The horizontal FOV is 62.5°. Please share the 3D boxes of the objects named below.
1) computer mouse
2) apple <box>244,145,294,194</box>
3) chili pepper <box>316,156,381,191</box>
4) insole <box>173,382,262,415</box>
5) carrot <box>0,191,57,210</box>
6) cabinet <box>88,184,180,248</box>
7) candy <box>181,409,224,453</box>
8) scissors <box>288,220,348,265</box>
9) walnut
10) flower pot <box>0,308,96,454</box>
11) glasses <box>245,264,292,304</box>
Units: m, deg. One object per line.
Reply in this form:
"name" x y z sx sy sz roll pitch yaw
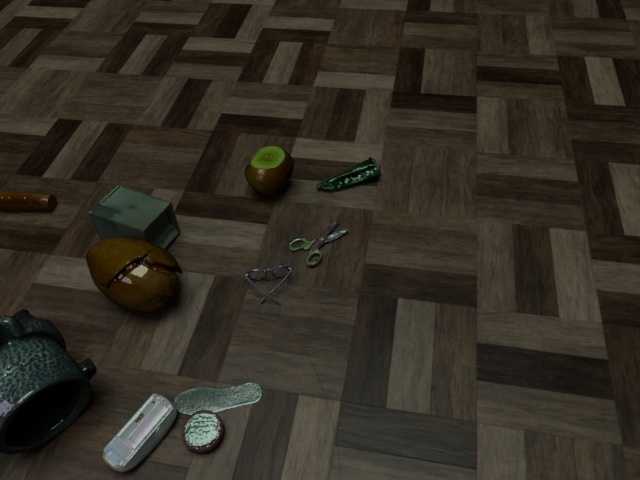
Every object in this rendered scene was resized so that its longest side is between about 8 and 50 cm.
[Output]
"computer mouse" -0.441 0.471 1.294 0.102 0.044 0.199 24 57 23
"apple" -0.175 -0.235 1.775 0.147 0.163 0.146 25 48 4
"chili pepper" 0.091 -0.221 1.824 0.227 0.059 0.088 -19 47 -6
"insole" -0.265 0.409 1.360 0.232 0.003 0.080 -7 51 -2
"carrot" -1.034 -0.136 1.819 0.226 0.067 0.067 2 51 3
"cabinet" -0.580 -0.053 1.664 0.206 0.150 0.145 18 49 17
"candy" -0.287 0.467 1.289 0.103 0.043 0.103 0 50 0
"scissors" 0.000 0.000 1.666 0.187 0.020 0.134 -34 52 -21
"walnut" -0.556 0.089 1.522 0.337 0.208 0.209 15 53 25
"flower pot" -0.736 0.320 1.279 0.283 0.299 0.299 35 61 23
"glasses" -0.150 0.133 1.541 0.140 0.062 0.103 -6 52 0
